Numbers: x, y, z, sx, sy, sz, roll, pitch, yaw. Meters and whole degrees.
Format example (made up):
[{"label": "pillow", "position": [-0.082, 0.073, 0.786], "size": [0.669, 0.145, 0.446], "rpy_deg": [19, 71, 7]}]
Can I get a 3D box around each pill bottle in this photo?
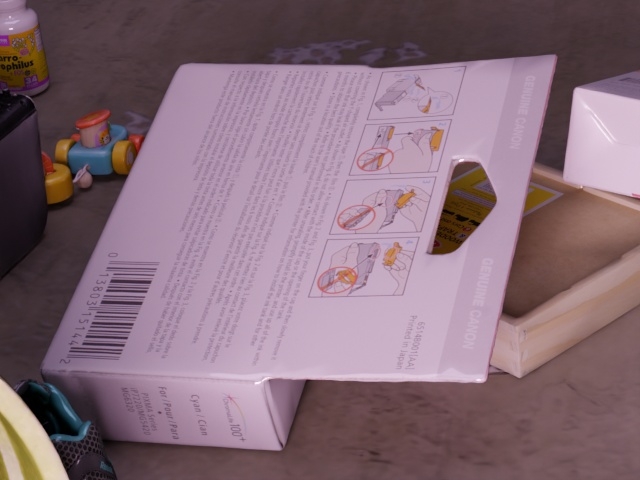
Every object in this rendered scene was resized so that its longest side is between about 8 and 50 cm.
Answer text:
[{"label": "pill bottle", "position": [-0.248, -0.161, 1.593], "size": [0.043, 0.083, 0.043], "rpy_deg": [-6, 28, 3]}]

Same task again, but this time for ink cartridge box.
[{"label": "ink cartridge box", "position": [0.260, -0.074, 1.304], "size": [0.115, 0.067, 0.198], "rpy_deg": [15, 20, 33]}, {"label": "ink cartridge box", "position": [0.000, 0.000, 1.192], "size": [0.261, 0.066, 0.296], "rpy_deg": [1, 42, 17]}]

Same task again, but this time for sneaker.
[{"label": "sneaker", "position": [-0.161, 0.104, 1.086], "size": [0.065, 0.076, 0.166], "rpy_deg": [-26, 33, -33]}]

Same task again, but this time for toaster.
[{"label": "toaster", "position": [-0.294, -0.025, 1.323], "size": [0.168, 0.110, 0.185], "rpy_deg": [4, 30, 22]}]

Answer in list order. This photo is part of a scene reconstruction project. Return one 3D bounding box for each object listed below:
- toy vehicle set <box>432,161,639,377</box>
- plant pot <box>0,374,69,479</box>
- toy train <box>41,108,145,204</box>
[{"label": "toy vehicle set", "position": [0.089, -0.005, 1.275], "size": [0.166, 0.035, 0.267], "rpy_deg": [-27, 34, -33]}, {"label": "plant pot", "position": [-0.264, 0.119, 0.925], "size": [0.276, 0.276, 0.254], "rpy_deg": [-13, 18, -11]}, {"label": "toy train", "position": [-0.214, -0.067, 1.450], "size": [0.166, 0.046, 0.125], "rpy_deg": [-24, 32, -27]}]
